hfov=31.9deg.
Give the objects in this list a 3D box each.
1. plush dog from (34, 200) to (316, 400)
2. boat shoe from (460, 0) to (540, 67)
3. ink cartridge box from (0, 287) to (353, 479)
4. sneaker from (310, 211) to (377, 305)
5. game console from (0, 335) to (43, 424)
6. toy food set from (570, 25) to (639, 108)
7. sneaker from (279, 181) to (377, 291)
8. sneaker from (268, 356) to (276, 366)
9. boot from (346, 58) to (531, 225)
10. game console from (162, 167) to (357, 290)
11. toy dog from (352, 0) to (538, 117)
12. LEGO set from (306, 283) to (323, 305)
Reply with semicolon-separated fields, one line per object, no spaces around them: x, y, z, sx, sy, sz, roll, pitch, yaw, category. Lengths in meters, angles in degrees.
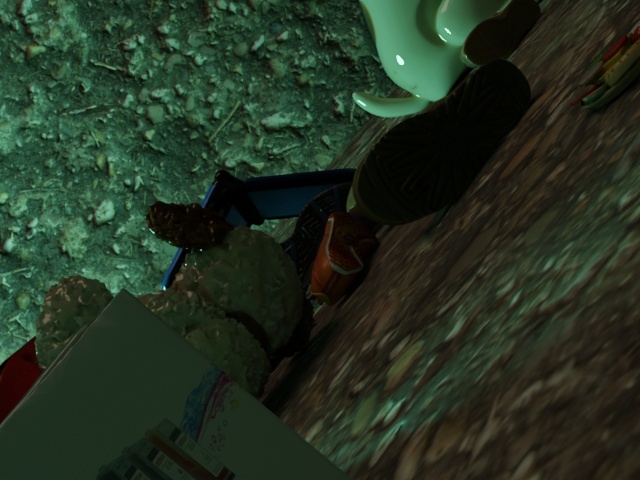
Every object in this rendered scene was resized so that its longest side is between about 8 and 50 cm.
-0.103;0.087;1.072;0.210;0.262;0.225;6;58;42;plush dog
0.251;-0.288;1.597;0.170;0.063;0.059;-40;-3;-32;boat shoe
-0.093;0.134;0.625;0.127;0.176;0.128;-50;5;-19;ink cartridge box
0.019;0.016;1.245;0.067;0.064;0.175;-57;-2;23;sneaker
-0.305;0.269;1.201;0.386;0.060;0.342;-103;24;-84;game console
0.221;-0.129;0.836;0.082;0.020;0.083;-43;7;46;toy food set
0.000;0.000;1.407;0.211;0.080;0.081;-39;-12;12;sneaker
-0.119;0.150;1.248;0.221;0.087;0.083;-50;6;-19;sneaker
0.087;-0.067;1.186;0.236;0.089;0.269;-37;1;-24;boot
-0.067;0.006;1.528;0.250;0.173;0.293;-64;-7;-6;game console
0.126;-0.455;1.908;0.395;0.408;0.284;-46;5;18;toy dog
-0.005;0.060;1.317;0.054;0.023;0.083;-51;6;-32;LEGO set
